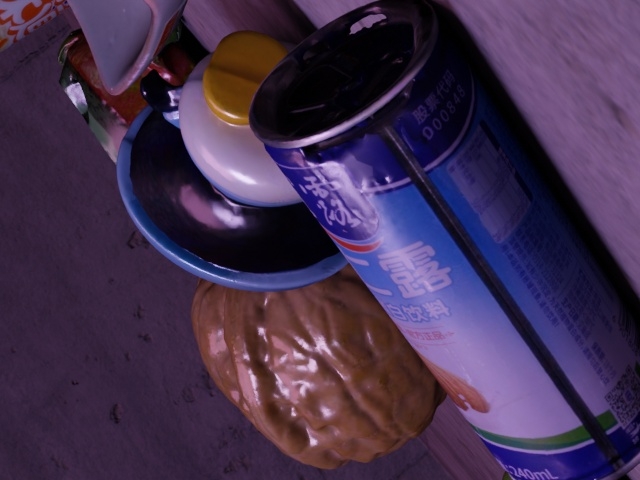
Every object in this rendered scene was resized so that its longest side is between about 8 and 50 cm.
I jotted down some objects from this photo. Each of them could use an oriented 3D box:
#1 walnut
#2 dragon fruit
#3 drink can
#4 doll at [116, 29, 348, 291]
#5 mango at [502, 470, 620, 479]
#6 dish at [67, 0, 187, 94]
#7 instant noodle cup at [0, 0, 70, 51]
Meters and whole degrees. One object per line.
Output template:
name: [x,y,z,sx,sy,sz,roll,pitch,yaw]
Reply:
walnut: [0.003,0.066,1.373,0.213,0.213,0.213,50,175,6]
dragon fruit: [-0.138,-0.112,1.689,0.268,0.130,0.295,53,178,39]
drink can: [0.069,0.009,0.809,0.235,0.097,0.097,52,175,-30]
doll: [-0.042,-0.050,1.169,0.177,0.141,0.314,21,163,-4]
mango: [0.197,0.211,1.292,0.122,0.085,0.191,32,173,44]
dish: [-0.118,-0.184,1.009,0.151,0.077,0.212,56,165,3]
instant noodle cup: [-0.372,-0.250,1.633,0.284,0.312,0.284,49,175,5]
